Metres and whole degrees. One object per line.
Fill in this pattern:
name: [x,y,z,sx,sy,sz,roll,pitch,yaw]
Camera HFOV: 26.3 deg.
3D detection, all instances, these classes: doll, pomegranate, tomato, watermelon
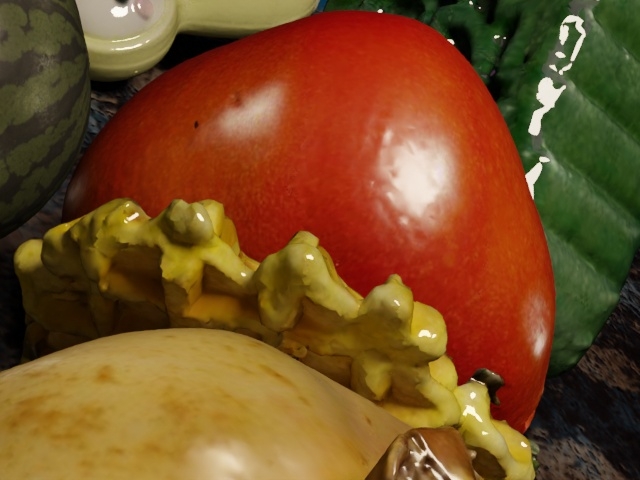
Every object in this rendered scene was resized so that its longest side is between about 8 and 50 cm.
doll: [-0.100,-0.201,1.048,0.296,0.117,0.141,-28,72,-36]
pomegranate: [-0.038,0.174,0.484,0.319,0.319,0.319,28,32,-20]
tomato: [0.000,0.000,0.771,0.298,0.298,0.226,32,58,-14]
watermelon: [-0.228,-0.088,0.723,0.212,0.212,0.212,28,32,-20]

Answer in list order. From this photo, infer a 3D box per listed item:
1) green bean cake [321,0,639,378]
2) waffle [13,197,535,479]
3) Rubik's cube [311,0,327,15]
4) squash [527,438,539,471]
green bean cake: [0.100,-0.068,1.037,0.169,0.300,0.308,34,70,-37]
waffle: [-0.040,0.076,0.647,0.262,0.280,0.060,47,47,-27]
Rubik's cube: [-0.038,-0.444,1.257,0.359,0.363,0.362,-3,50,-45]
squash: [0.089,0.138,0.923,0.132,0.105,0.105,40,25,-36]
